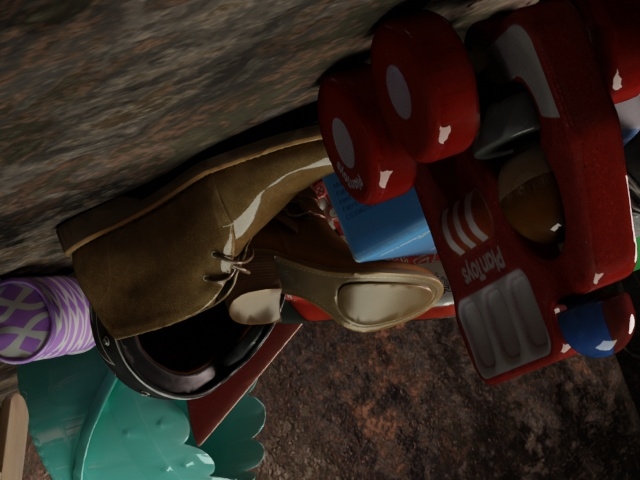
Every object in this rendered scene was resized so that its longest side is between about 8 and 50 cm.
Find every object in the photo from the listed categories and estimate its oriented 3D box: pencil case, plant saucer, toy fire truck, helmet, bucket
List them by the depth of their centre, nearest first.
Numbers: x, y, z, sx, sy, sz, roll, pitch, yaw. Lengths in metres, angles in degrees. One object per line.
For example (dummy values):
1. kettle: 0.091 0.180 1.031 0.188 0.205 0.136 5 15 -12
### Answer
1. toy fire truck: 0.136 -0.036 1.313 0.169 0.253 0.302 -19 175 -19
2. helmet: -0.128 0.056 1.719 0.161 0.169 0.169 -43 165 26
3. pencil case: -0.269 0.078 1.863 0.088 0.086 0.206 -34 172 9
4. plant saucer: -0.045 0.064 2.021 0.258 0.048 0.259 -50 -175 23
5. bucket: -0.196 0.163 2.115 0.183 0.281 0.281 -18 176 17

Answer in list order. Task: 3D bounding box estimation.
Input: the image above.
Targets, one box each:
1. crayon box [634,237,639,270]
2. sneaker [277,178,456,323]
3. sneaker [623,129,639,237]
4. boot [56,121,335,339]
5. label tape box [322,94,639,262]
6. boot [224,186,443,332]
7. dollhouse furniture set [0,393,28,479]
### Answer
1. crayon box: 0.199 -0.033 1.914 0.202 0.081 0.318 -21 151 19
2. sneaker: 0.057 -0.005 1.770 0.270 0.145 0.090 -4 -166 20
3. sneaker: 0.225 -0.025 1.488 0.132 0.086 0.228 -22 169 2
4. boot: -0.074 -0.011 1.556 0.305 0.115 0.112 -26 170 32
5. label tape box: 0.196 -0.088 1.637 0.249 0.115 0.348 -29 169 33
6. boot: 0.000 0.000 1.650 0.197 0.152 0.073 3 133 -16
7. dollhouse furniture set: -0.481 0.168 1.727 0.356 0.173 0.303 -5 153 15
